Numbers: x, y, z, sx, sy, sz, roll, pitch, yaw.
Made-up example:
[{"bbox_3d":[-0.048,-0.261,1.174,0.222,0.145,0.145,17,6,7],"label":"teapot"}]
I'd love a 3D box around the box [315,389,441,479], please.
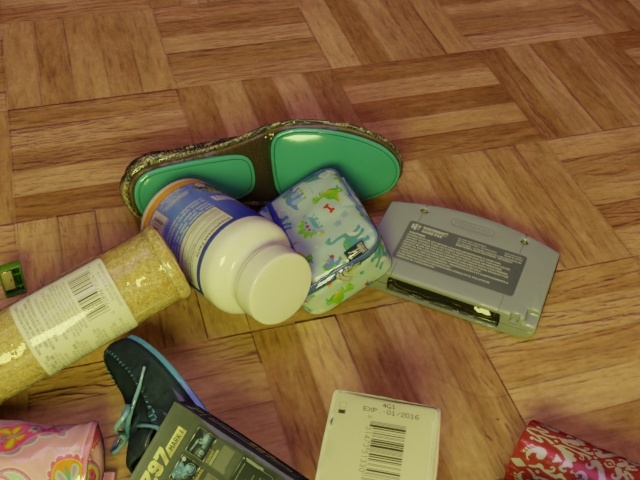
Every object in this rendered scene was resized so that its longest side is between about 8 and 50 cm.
[{"bbox_3d":[0.057,0.305,1.000,0.127,0.232,0.148,9,44,5],"label":"box"}]

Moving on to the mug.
[{"bbox_3d":[0.321,0.316,1.098,0.169,0.113,0.150,24,46,25],"label":"mug"}]

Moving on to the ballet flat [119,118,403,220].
[{"bbox_3d":[-0.107,-0.136,1.521,0.483,0.164,0.182,-8,25,-10],"label":"ballet flat"}]

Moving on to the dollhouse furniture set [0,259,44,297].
[{"bbox_3d":[-0.443,0.101,1.306,0.076,0.058,0.151,-18,48,-20],"label":"dollhouse furniture set"}]

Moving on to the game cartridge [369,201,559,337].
[{"bbox_3d":[0.228,0.036,1.421,0.297,0.062,0.198,19,42,15],"label":"game cartridge"}]

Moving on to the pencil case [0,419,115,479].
[{"bbox_3d":[-0.406,0.280,1.079,0.284,0.124,0.124,1,44,-2],"label":"pencil case"}]

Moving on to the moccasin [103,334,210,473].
[{"bbox_3d":[-0.198,0.255,1.109,0.117,0.137,0.342,-30,52,-24],"label":"moccasin"}]

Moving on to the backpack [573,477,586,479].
[{"bbox_3d":[0.254,0.388,0.938,0.191,0.225,0.253,29,45,17],"label":"backpack"}]

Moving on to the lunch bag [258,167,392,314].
[{"bbox_3d":[0.000,0.000,1.385,0.176,0.090,0.219,-32,47,6],"label":"lunch bag"}]

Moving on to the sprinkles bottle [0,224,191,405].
[{"bbox_3d":[-0.357,0.114,1.197,0.355,0.121,0.121,-30,52,-12],"label":"sprinkles bottle"}]

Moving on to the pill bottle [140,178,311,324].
[{"bbox_3d":[-0.140,0.018,1.308,0.152,0.152,0.272,-30,41,-30],"label":"pill bottle"}]

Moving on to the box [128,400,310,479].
[{"bbox_3d":[-0.146,0.329,0.995,0.183,0.059,0.232,29,85,17],"label":"box"}]
